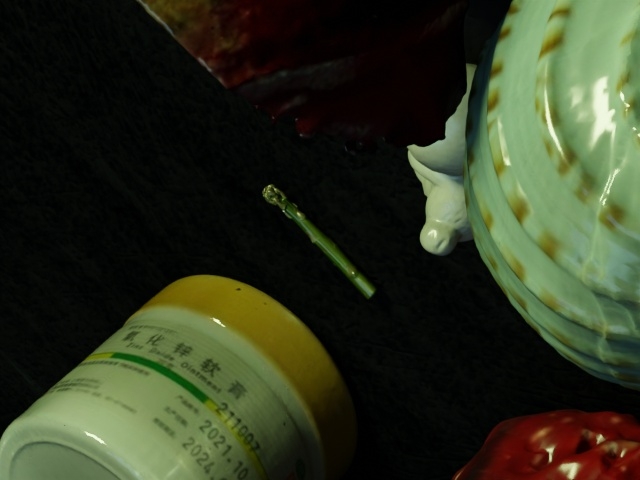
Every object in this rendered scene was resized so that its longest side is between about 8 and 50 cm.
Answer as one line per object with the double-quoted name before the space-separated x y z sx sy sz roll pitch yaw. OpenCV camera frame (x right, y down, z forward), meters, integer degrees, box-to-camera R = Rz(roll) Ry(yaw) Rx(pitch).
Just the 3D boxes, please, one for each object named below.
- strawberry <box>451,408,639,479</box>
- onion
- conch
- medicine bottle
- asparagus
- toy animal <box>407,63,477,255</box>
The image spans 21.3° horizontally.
"strawberry" 0.193 0.301 1.217 0.317 0.345 0.295 39 138 10
"onion" 0.012 -0.205 1.040 0.280 0.314 0.146 41 124 -6
"conch" 0.220 -0.010 1.022 0.302 0.215 0.319 13 135 10
"medicine bottle" -0.123 0.185 1.490 0.238 0.232 0.238 22 133 26
"asparagus" 0.000 0.000 1.401 0.127 0.018 0.015 44 105 4
"toy animal" 0.114 -0.092 1.192 0.127 0.131 0.182 5 139 0
